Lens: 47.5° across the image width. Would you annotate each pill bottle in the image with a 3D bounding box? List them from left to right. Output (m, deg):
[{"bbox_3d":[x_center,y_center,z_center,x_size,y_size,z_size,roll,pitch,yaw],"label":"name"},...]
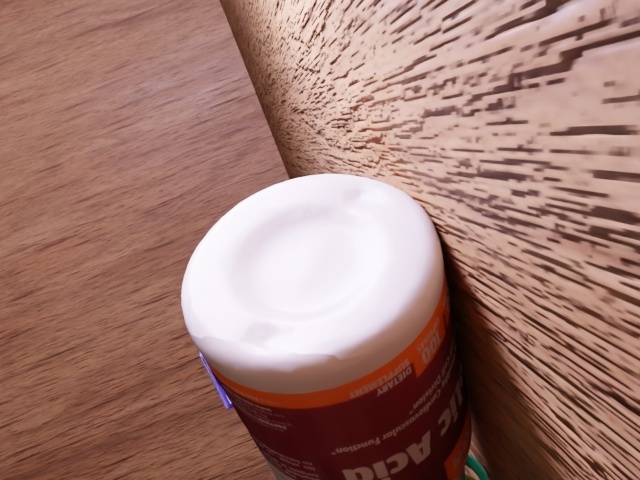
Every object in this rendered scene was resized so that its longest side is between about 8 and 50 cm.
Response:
[{"bbox_3d":[0.032,0.147,0.726,0.224,0.223,0.392,-115,4,-46],"label":"pill bottle"}]

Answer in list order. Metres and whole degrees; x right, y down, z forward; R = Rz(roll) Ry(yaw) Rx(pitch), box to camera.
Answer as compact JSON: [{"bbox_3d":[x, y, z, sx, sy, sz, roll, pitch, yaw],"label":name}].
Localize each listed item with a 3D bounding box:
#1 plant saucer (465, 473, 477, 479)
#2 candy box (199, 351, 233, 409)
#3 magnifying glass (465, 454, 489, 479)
[{"bbox_3d":[0.153,0.403,0.878,0.037,0.241,0.241,23,-154,-33],"label":"plant saucer"},{"bbox_3d":[-0.048,0.147,1.305,0.268,0.317,0.122,-122,11,-77],"label":"candy box"},{"bbox_3d":[0.172,0.338,0.807,0.026,0.092,0.231,68,179,-48],"label":"magnifying glass"}]
